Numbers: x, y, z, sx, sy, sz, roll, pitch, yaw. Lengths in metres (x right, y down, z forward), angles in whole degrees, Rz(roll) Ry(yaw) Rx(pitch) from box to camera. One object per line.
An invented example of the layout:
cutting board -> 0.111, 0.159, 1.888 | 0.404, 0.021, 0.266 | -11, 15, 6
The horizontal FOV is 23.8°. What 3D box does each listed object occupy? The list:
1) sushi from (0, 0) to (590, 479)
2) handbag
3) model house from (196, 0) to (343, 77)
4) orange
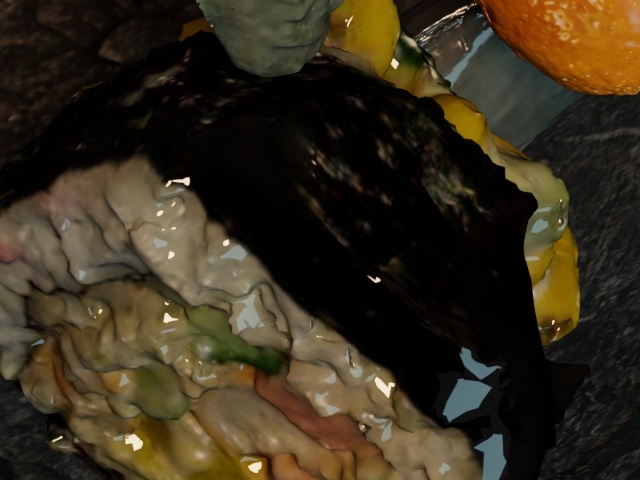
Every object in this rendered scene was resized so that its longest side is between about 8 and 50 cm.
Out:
sushi -> 0.000, 0.000, 0.851 | 0.285, 0.328, 0.329 | -55, -172, -34
handbag -> 0.060, -0.079, 1.092 | 0.332, 0.075, 0.191 | -33, 149, 12
model house -> 0.067, -0.246, 0.617 | 0.325, 0.194, 0.267 | -19, 152, 7
orange -> 0.180, -0.183, 0.905 | 0.193, 0.193, 0.161 | -3, -175, -41
